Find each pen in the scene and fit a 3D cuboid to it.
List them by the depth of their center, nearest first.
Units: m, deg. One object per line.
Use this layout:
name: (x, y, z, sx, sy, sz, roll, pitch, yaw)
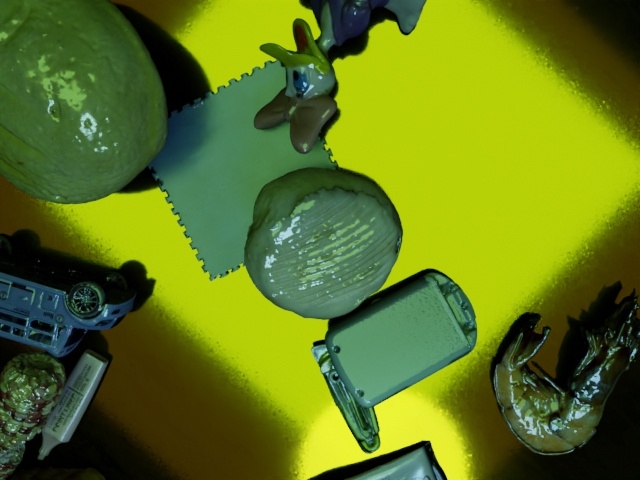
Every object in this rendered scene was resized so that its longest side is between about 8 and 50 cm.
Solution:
pen: (-0.403, 0.267, 1.279, 0.053, 0.032, 0.197, 29, 96, -1)

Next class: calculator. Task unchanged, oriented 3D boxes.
calculator: (0.120, 0.151, 1.216, 0.246, 0.045, 0.141, -29, 90, -3)

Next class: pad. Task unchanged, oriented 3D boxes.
pad: (-0.116, -0.107, 1.232, 0.269, 0.012, 0.269, -25, 95, 6)

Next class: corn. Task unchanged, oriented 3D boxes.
corn: (-0.479, 0.287, 1.229, 0.098, 0.098, 0.290, 33, 115, -1)

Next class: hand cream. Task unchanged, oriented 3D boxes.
hand cream: (0.044, 0.431, 1.265, 0.336, 0.076, 0.121, -20, 100, -1)

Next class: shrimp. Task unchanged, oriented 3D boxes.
shrimp: (0.367, 0.187, 1.218, 0.178, 0.075, 0.289, 22, 110, 3)

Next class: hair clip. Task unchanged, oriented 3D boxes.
hair clip: (0.048, 0.242, 1.251, 0.060, 0.033, 0.188, -23, 89, 4)

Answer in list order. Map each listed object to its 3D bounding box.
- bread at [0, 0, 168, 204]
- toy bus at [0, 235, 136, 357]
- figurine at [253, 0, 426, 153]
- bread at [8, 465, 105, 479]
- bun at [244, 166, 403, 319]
bread: (-0.361, -0.204, 1.089, 0.320, 0.320, 0.237, 43, 66, -2)
toy bus: (-0.437, 0.089, 1.213, 0.292, 0.125, 0.133, 16, 98, 2)
figurine: (0.044, -0.329, 1.132, 0.421, 0.154, 0.193, -49, 131, -4)
bread: (-0.425, 0.476, 1.274, 0.181, 0.096, 0.222, 4, 97, 5)
bun: (0.000, 0.000, 1.161, 0.239, 0.141, 0.239, -9, 125, -13)
